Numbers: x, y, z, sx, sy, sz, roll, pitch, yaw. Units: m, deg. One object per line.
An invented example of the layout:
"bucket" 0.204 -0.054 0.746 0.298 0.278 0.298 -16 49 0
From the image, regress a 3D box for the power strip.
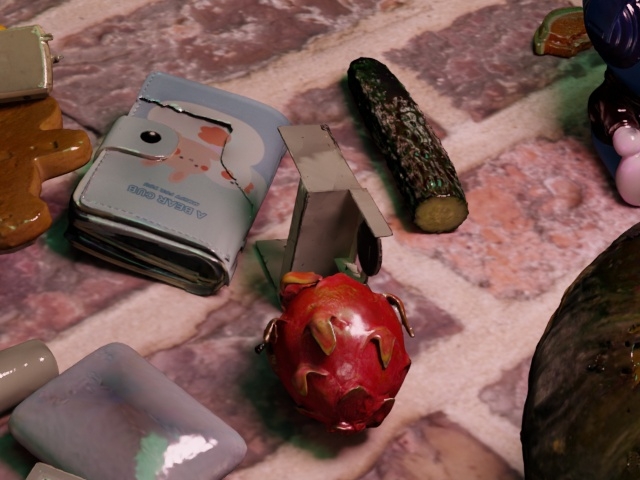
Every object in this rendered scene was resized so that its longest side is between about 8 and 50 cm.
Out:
"power strip" -0.345 -0.174 2.023 0.169 0.028 0.076 -7 76 -3

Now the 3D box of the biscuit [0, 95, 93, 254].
"biscuit" -0.320 -0.060 1.941 0.197 0.049 0.301 -7 31 7

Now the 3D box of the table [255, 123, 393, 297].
"table" 0.000 0.000 1.886 0.062 0.146 0.175 -5 41 -20

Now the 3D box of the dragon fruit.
"dragon fruit" 0.017 0.093 1.787 0.133 0.136 0.166 -37 48 10

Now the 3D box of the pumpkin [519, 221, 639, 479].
"pumpkin" 0.384 0.160 1.618 0.454 0.344 0.454 2 43 -2

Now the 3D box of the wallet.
"wallet" -0.140 -0.061 1.995 0.176 0.075 0.250 20 40 2

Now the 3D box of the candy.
"candy" -0.166 0.167 1.709 0.174 0.071 0.138 36 54 28

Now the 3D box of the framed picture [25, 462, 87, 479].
"framed picture" -0.189 0.309 1.546 0.217 0.017 0.274 21 50 13

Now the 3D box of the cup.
"cup" -0.283 0.126 1.764 0.083 0.075 0.054 -23 86 -38

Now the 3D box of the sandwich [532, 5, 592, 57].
"sandwich" 0.303 -0.249 2.342 0.135 0.029 0.067 -14 44 -25

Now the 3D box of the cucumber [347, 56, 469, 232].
"cucumber" 0.084 -0.119 2.115 0.067 0.067 0.293 -5 41 -17

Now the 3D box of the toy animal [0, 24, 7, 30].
"toy animal" -0.397 -0.210 2.126 0.127 0.131 0.181 -35 41 -1

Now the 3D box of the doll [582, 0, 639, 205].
"doll" 0.389 -0.217 2.103 0.284 0.310 0.240 -19 45 -31
